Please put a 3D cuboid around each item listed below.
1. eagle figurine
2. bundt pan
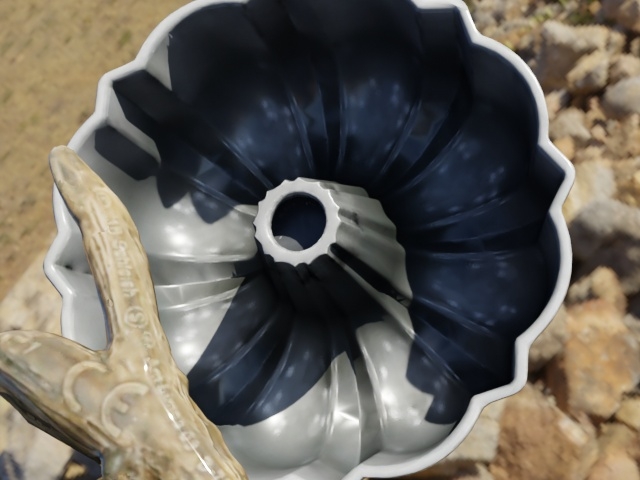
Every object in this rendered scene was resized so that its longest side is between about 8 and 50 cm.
[{"bbox_3d":[-0.078,0.156,0.460,0.298,0.225,0.226,123,159,-47],"label":"eagle figurine"},{"bbox_3d":[0.000,0.000,0.781,0.331,0.124,0.331,-3,78,14],"label":"bundt pan"}]
